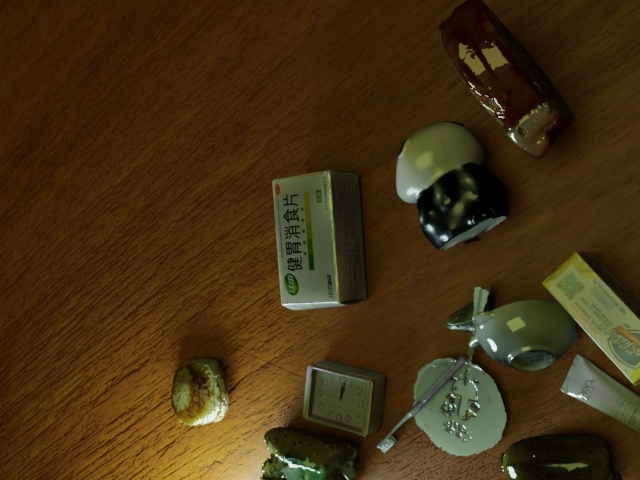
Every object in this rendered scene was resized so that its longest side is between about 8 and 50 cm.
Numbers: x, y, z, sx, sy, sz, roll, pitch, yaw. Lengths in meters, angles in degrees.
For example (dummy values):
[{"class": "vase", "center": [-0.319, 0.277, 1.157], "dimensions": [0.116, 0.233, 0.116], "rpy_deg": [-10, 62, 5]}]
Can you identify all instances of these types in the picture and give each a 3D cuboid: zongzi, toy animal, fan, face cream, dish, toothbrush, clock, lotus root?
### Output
[{"class": "zongzi", "center": [0.333, 0.151, 1.806], "dimensions": [0.104, 0.052, 0.113], "rpy_deg": [4, 100, 28]}, {"class": "toy animal", "center": [0.279, -0.121, 1.763], "dimensions": [0.212, 0.212, 0.266], "rpy_deg": [-35, 69, 28]}, {"class": "fan", "center": [0.328, 0.299, 1.807], "dimensions": [0.233, 0.012, 0.414], "rpy_deg": [21, 112, 29]}, {"class": "face cream", "center": [0.613, 0.331, 1.641], "dimensions": [0.244, 0.058, 0.092], "rpy_deg": [32, 111, 34]}, {"class": "dish", "center": [0.426, 0.218, 1.655], "dimensions": [0.236, 0.228, 0.086], "rpy_deg": [0, 52, 0]}, {"class": "toothbrush", "center": [0.235, 0.384, 1.865], "dimensions": [0.029, 0.024, 0.354], "rpy_deg": [43, 121, 13]}, {"class": "clock", "center": [0.056, 0.383, 1.976], "dimensions": [0.192, 0.071, 0.147], "rpy_deg": [9, 96, 32]}, {"class": "lotus root", "center": [0.493, 0.466, 1.675], "dimensions": [0.241, 0.123, 0.124], "rpy_deg": [-13, 75, 29]}]

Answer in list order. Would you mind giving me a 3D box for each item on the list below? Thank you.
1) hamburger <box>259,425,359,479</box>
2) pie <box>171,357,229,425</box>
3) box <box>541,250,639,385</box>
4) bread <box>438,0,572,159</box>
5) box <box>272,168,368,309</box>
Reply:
[{"class": "hamburger", "center": [-0.047, 0.556, 1.984], "dimensions": [0.288, 0.192, 0.167], "rpy_deg": [5, 84, 31]}, {"class": "pie", "center": [-0.334, 0.414, 2.212], "dimensions": [0.205, 0.084, 0.179], "rpy_deg": [-3, 89, 35]}, {"class": "box", "center": [0.580, 0.147, 1.593], "dimensions": [0.097, 0.168, 0.265], "rpy_deg": [-47, 69, 21]}, {"class": "bread", "center": [0.369, -0.339, 1.632], "dimensions": [0.114, 0.328, 0.295], "rpy_deg": [-37, 32, 25]}, {"class": "box", "center": [0.001, 0.002, 1.964], "dimensions": [0.173, 0.145, 0.332], "rpy_deg": [-5, 88, 34]}]
